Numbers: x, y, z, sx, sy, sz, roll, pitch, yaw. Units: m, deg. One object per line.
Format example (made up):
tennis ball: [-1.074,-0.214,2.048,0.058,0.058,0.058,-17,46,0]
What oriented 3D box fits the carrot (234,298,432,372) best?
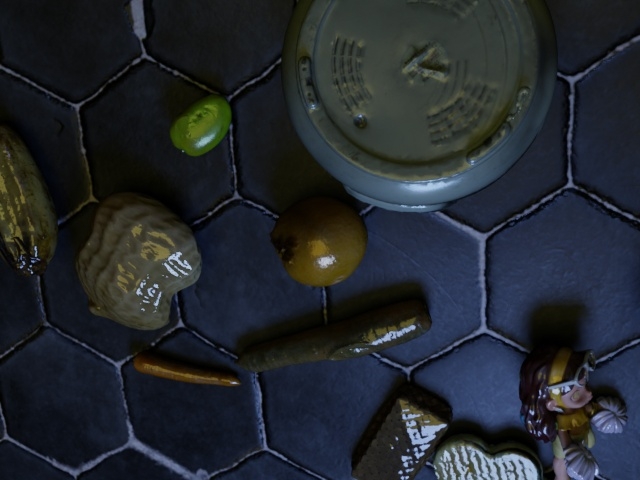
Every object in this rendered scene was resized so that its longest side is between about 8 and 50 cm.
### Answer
carrot: [0.011,0.162,1.347,0.342,0.070,0.070,-17,102,19]

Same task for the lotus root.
lotus root: [-0.487,-0.069,1.374,0.110,0.097,0.259,-13,96,9]

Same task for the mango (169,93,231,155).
mango: [-0.177,-0.175,1.287,0.073,0.056,0.108,41,109,-8]

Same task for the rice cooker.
rice cooker: [0.121,-0.195,1.069,0.335,0.325,0.335,0,92,9]

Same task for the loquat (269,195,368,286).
loquat: [0.000,0.000,1.261,0.141,0.141,0.141,4,108,12]

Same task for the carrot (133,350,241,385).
carrot: [-0.222,0.220,1.436,0.190,0.037,0.037,11,109,5]

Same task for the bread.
bread: [0.298,0.431,1.366,0.207,0.056,0.287,-9,105,17]

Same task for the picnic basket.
picnic basket: [0.127,0.328,1.376,0.110,0.055,0.193,29,113,3]

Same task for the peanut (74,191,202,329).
peanut: [-0.294,0.039,1.354,0.196,0.110,0.233,34,109,1]

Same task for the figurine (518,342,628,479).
figurine: [0.361,0.261,1.257,0.115,0.174,0.240,-4,115,41]
